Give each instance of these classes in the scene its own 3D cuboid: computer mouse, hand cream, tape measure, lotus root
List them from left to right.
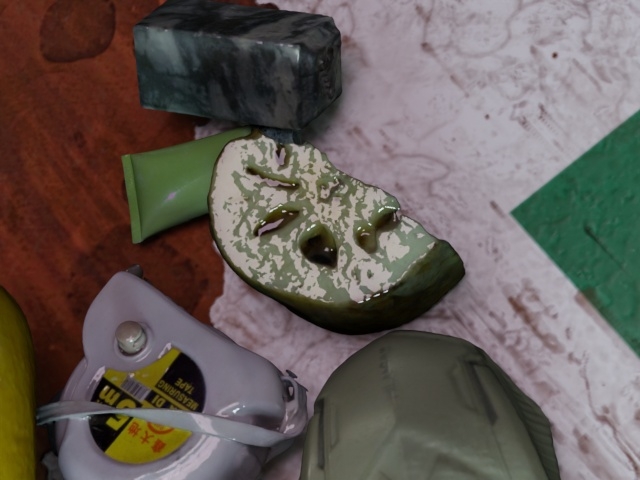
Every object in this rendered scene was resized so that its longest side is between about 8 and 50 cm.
[{"bbox_3d":[-0.137,0.153,1.618,0.236,0.120,0.197,30,74,33],"label":"tape measure"},{"bbox_3d":[-0.100,-0.062,1.749,0.175,0.046,0.095,-18,65,15],"label":"hand cream"},{"bbox_3d":[0.000,0.000,1.631,0.235,0.119,0.138,27,89,16],"label":"lotus root"},{"bbox_3d":[0.093,0.253,1.490,0.228,0.145,0.429,-17,63,7],"label":"computer mouse"}]

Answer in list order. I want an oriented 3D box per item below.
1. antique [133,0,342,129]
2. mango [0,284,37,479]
[{"bbox_3d":[-0.072,-0.165,1.741,0.183,0.086,0.088,10,30,22],"label":"antique"},{"bbox_3d":[-0.359,0.215,1.579,0.301,0.221,0.445,-30,50,48],"label":"mango"}]
